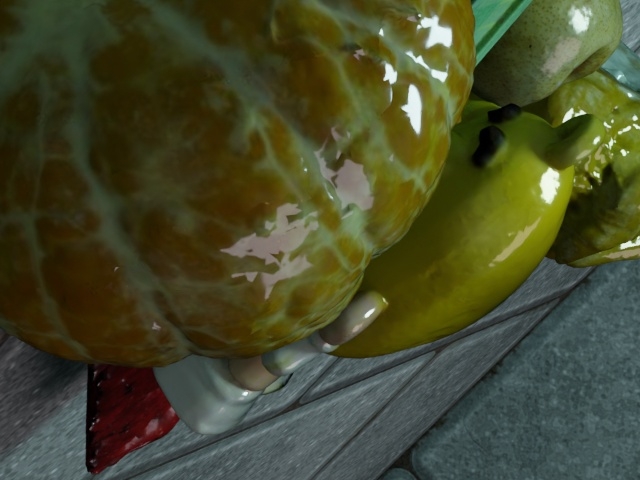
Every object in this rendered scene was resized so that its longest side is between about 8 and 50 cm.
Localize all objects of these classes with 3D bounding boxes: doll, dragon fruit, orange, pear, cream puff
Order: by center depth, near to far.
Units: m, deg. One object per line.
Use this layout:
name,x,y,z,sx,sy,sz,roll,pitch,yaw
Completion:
orange,-0.080,-0.090,1.024,0.329,0.329,0.249,-39,157,-2
doll,0.046,0.016,1.664,0.423,0.161,0.348,-42,-171,7
pear,0.187,-0.197,1.778,0.167,0.136,0.167,-37,169,-8
dragon fruit,-0.132,0.069,1.839,0.282,0.100,0.343,-35,164,-22
cream puff,0.252,-0.073,2.059,0.323,0.274,0.270,-9,137,-58

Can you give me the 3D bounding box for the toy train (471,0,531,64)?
toy train,0.081,-0.197,1.535,0.202,0.120,0.301,-25,160,-52
